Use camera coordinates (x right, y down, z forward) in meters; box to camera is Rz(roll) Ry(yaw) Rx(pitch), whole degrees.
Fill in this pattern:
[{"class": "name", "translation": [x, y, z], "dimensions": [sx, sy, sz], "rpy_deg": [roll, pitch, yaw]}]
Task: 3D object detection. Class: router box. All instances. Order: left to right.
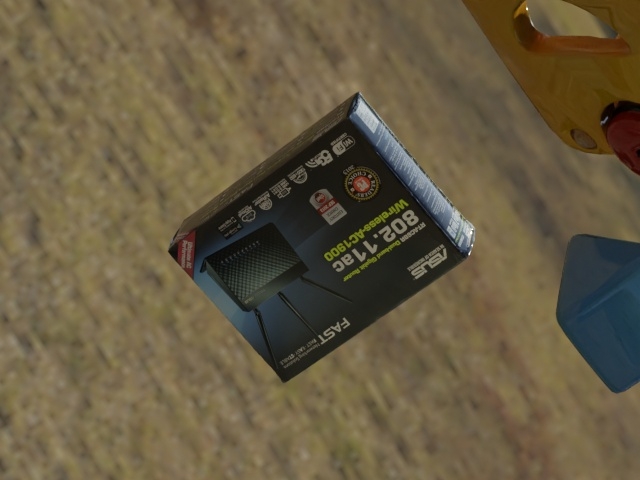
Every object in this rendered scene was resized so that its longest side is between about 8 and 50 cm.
[{"class": "router box", "translation": [0.000, 0.000, 0.976], "dimensions": [0.092, 0.122, 0.038], "rpy_deg": [48, 23, -14]}]

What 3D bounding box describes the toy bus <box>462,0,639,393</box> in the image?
[{"class": "toy bus", "translation": [0.124, -0.077, 0.478], "dimensions": [0.104, 0.202, 0.191], "rpy_deg": [50, 20, -31]}]
